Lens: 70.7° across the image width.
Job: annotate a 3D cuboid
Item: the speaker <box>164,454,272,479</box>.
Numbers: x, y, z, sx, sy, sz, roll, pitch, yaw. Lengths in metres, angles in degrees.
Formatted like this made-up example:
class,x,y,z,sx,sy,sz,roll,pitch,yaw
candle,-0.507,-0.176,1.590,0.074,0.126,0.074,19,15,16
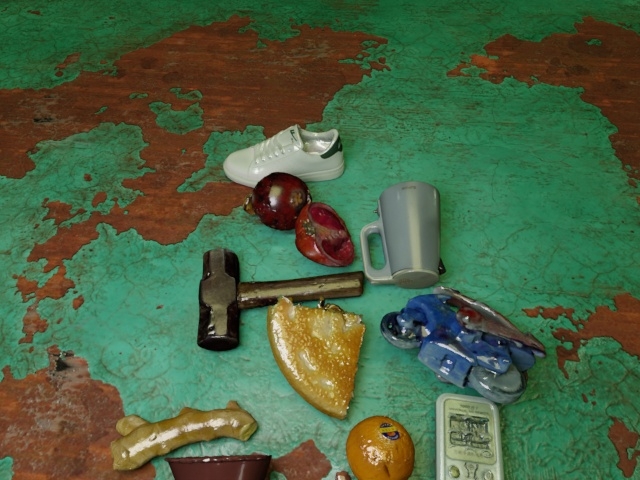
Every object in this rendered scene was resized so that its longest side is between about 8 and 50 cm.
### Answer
class,x,y,z,sx,sy,sz,roll,pitch,yaw
speaker,-0.145,0.547,0.802,0.259,0.198,0.330,11,64,-40

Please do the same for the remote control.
class,x,y,z,sx,sy,sz,roll,pitch,yaw
remote control,0.282,0.469,0.859,0.127,0.066,0.335,5,56,7

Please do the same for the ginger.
class,x,y,z,sx,sy,sz,roll,pitch,yaw
ginger,-0.276,0.395,0.922,0.298,0.065,0.118,-7,43,-4

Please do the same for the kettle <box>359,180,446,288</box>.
class,x,y,z,sx,sy,sz,roll,pitch,yaw
kettle,0.203,-0.006,1.141,0.210,0.160,0.243,-1,61,8

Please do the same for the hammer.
class,x,y,z,sx,sy,sz,roll,pitch,yaw
hammer,-0.090,0.130,1.099,0.408,0.095,0.243,-4,56,-8

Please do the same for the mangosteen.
class,x,y,z,sx,sy,sz,roll,pitch,yaw
mangosteen,-0.115,-0.108,1.214,0.180,0.166,0.166,15,53,43

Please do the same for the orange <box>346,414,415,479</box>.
class,x,y,z,sx,sy,sz,roll,pitch,yaw
orange,0.113,0.412,0.871,0.135,0.118,0.135,21,16,-6

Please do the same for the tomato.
class,x,y,z,sx,sy,sz,roll,pitch,yaw
tomato,0.000,0.000,1.151,0.099,0.173,0.189,-32,61,31

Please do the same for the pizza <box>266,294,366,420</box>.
class,x,y,z,sx,sy,sz,roll,pitch,yaw
pizza,0.009,0.231,0.998,0.228,0.081,0.289,-32,76,-24

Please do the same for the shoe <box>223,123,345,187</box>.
class,x,y,z,sx,sy,sz,roll,pitch,yaw
shoe,-0.108,-0.253,1.303,0.362,0.160,0.132,-3,54,-1

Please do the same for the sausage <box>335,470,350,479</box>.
class,x,y,z,sx,sy,sz,roll,pitch,yaw
sausage,0.047,0.517,0.851,0.030,0.035,0.147,8,56,-17

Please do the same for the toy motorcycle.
class,x,y,z,sx,sy,sz,roll,pitch,yaw
toy motorcycle,0.304,0.223,0.992,0.319,0.241,0.182,28,101,23
